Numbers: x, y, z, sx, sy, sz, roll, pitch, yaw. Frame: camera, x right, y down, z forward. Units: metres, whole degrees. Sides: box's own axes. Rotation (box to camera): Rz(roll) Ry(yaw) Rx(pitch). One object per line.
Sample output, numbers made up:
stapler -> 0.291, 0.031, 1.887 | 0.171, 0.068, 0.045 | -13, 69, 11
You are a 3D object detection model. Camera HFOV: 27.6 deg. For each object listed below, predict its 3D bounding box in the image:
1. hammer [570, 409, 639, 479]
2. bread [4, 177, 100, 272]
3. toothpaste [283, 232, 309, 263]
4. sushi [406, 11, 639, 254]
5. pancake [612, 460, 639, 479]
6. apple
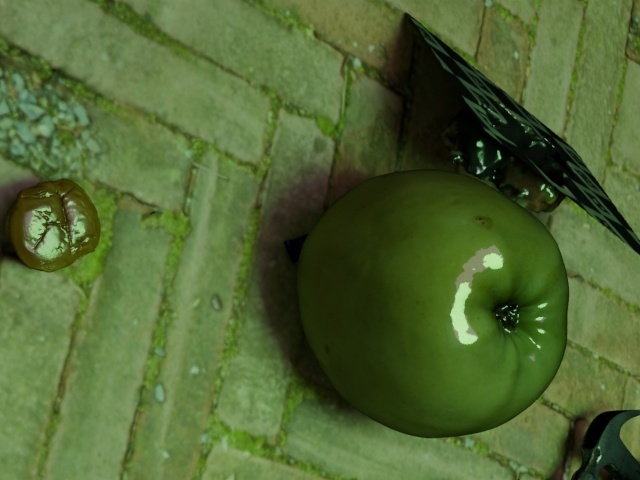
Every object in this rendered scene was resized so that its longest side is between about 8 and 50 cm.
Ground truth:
hammer -> 0.395, 0.306, 1.524 | 0.290, 0.037, 0.137 | 46, 57, -27
bread -> -0.226, -0.013, 1.098 | 0.083, 0.046, 0.081 | 12, 79, -38
toothpaste -> 0.000, 0.000, 1.299 | 0.083, 0.015, 0.024 | -21, 89, -34
sushi -> 0.206, -0.089, 1.381 | 0.294, 0.059, 0.292 | 34, 20, -28
pancake -> 0.377, 0.340, 1.547 | 0.158, 0.028, 0.158 | 5, 83, -39
apple -> 0.111, 0.058, 1.235 | 0.262, 0.262, 0.262 | 6, 80, -38
